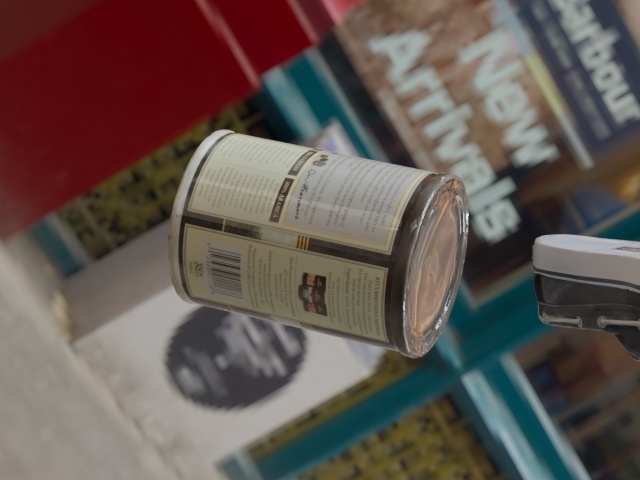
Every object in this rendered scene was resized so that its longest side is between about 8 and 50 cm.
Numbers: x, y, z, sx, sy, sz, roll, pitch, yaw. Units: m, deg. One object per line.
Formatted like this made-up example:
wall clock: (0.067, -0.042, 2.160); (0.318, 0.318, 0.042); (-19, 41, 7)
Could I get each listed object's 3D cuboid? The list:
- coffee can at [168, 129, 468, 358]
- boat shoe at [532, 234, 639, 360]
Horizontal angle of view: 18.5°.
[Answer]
coffee can: (0.000, 0.000, 2.142); (0.201, 0.275, 0.202); (13, 90, -70)
boat shoe: (0.312, 0.062, 1.803); (0.301, 0.108, 0.102); (10, -76, 47)
